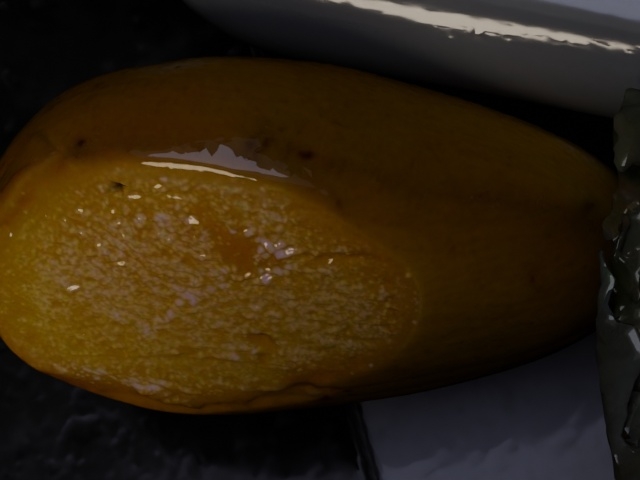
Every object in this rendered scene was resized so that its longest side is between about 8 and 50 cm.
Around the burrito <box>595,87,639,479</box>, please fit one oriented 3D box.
[{"bbox_3d":[0.201,0.112,0.479,0.347,0.107,0.175,29,106,14],"label":"burrito"}]

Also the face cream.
[{"bbox_3d":[0.033,-0.112,0.590,0.336,0.080,0.163,12,38,15],"label":"face cream"}]

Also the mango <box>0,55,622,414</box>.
[{"bbox_3d":[0.001,-0.005,0.556,0.217,0.141,0.102,2,46,8],"label":"mango"}]
